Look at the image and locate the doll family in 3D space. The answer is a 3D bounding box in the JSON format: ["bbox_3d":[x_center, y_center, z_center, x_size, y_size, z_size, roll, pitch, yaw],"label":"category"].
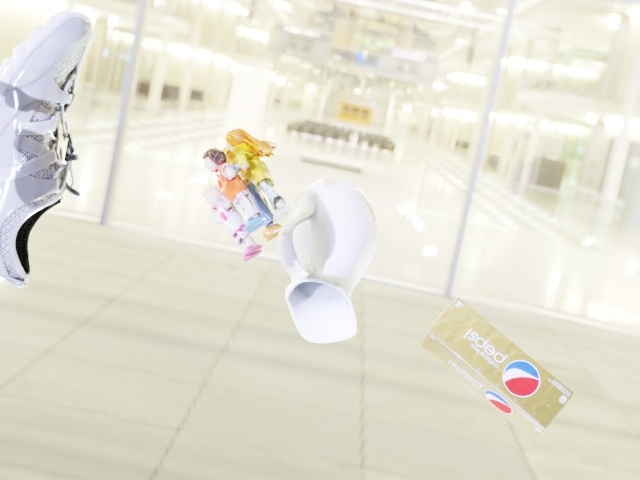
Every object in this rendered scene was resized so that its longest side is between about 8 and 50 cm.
[{"bbox_3d":[-0.111,-0.085,1.799,0.118,0.163,0.263,-30,-11,-14],"label":"doll family"}]

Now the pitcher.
[{"bbox_3d":[0.000,0.000,1.493,0.125,0.178,0.207,-9,44,19],"label":"pitcher"}]

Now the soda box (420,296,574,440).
[{"bbox_3d":[0.210,0.154,1.392,0.181,0.061,0.058,40,-21,12],"label":"soda box"}]

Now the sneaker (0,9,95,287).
[{"bbox_3d":[-0.274,-0.087,1.127,0.115,0.281,0.105,27,11,0],"label":"sneaker"}]
